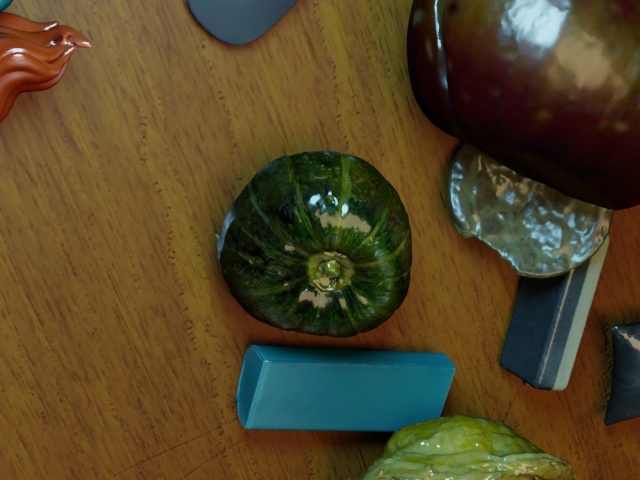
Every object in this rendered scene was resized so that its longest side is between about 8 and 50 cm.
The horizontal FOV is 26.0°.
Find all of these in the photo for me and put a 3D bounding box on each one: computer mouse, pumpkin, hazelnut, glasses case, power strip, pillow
[{"bbox_3d":[-0.064,-0.348,1.723,0.232,0.057,0.120,-47,119,-3],"label":"computer mouse"},{"bbox_3d":[-0.001,-0.002,1.801,0.260,0.189,0.260,-2,123,-4],"label":"pumpkin"},{"bbox_3d":[0.316,-0.243,1.755,0.429,0.402,0.402,19,98,-15],"label":"hazelnut"},{"bbox_3d":[0.035,0.206,1.943,0.301,0.070,0.117,5,114,-27],"label":"glasses case"},{"bbox_3d":[0.339,0.094,2.016,0.070,0.105,0.257,9,103,-28],"label":"power strip"},{"bbox_3d":[0.552,0.185,2.140,0.249,0.106,0.186,-13,119,-17],"label":"pillow"}]

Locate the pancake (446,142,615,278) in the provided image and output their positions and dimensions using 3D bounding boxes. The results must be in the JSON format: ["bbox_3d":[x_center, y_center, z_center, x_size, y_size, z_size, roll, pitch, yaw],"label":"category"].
[{"bbox_3d":[0.292,-0.061,1.926,0.236,0.042,0.222,16,81,3],"label":"pancake"}]

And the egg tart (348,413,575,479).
[{"bbox_3d":[0.193,0.361,1.994,0.351,0.153,0.339,-7,145,-12],"label":"egg tart"}]

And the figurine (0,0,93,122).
[{"bbox_3d":[-0.382,-0.241,1.557,0.208,0.181,0.257,-25,126,-47],"label":"figurine"}]
